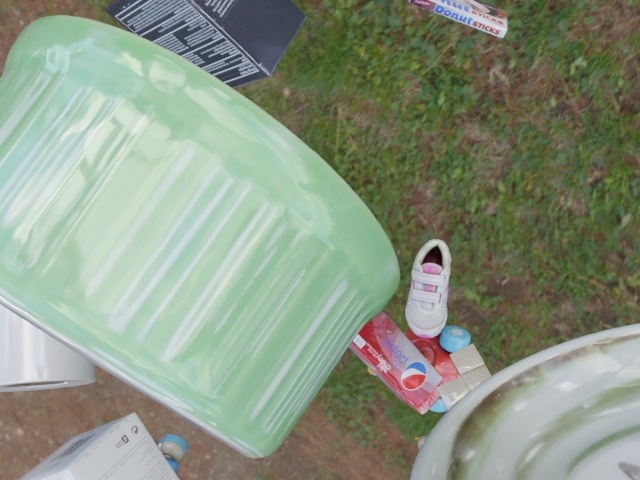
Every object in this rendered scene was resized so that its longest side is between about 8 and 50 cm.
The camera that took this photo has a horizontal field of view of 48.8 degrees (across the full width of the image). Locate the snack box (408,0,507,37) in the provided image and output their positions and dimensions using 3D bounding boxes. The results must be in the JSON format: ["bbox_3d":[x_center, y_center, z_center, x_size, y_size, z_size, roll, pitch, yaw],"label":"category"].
[{"bbox_3d":[0.242,-0.409,1.237,0.178,0.064,0.022,18,138,-6],"label":"snack box"}]

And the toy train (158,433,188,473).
[{"bbox_3d":[-0.391,0.416,1.365,0.248,0.143,0.105,19,132,6],"label":"toy train"}]

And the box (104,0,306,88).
[{"bbox_3d":[-0.244,-0.481,1.489,0.294,0.182,0.296,41,158,-30],"label":"box"}]

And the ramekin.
[{"bbox_3d":[-0.113,0.016,0.474,0.303,0.148,0.303,29,162,10],"label":"ramekin"}]

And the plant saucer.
[{"bbox_3d":[0.269,0.179,0.508,0.401,0.400,0.100,-10,105,36],"label":"plant saucer"}]

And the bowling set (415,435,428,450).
[{"bbox_3d":[0.300,0.502,1.331,0.287,0.154,0.199,18,94,36],"label":"bowling set"}]

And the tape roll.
[{"bbox_3d":[-0.615,0.232,1.529,0.246,0.246,0.169,-17,73,38],"label":"tape roll"}]

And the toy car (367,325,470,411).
[{"bbox_3d":[0.218,0.298,1.771,0.210,0.238,0.219,-131,48,-55],"label":"toy car"}]

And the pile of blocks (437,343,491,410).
[{"bbox_3d":[0.269,0.348,1.108,0.113,0.149,0.362,-26,85,3],"label":"pile of blocks"}]

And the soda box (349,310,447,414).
[{"bbox_3d":[0.131,0.218,1.340,0.263,0.083,0.092,49,168,-29],"label":"soda box"}]

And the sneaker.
[{"bbox_3d":[0.255,0.104,1.674,0.103,0.252,0.111,3,156,12],"label":"sneaker"}]

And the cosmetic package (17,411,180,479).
[{"bbox_3d":[-0.285,0.472,1.088,0.197,0.155,0.365,-29,95,35],"label":"cosmetic package"}]
